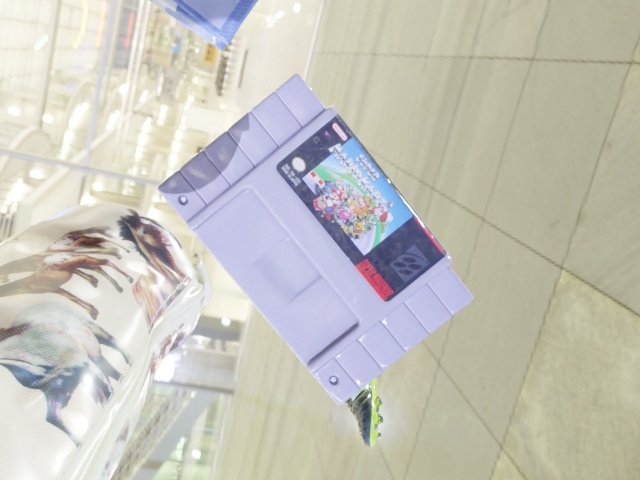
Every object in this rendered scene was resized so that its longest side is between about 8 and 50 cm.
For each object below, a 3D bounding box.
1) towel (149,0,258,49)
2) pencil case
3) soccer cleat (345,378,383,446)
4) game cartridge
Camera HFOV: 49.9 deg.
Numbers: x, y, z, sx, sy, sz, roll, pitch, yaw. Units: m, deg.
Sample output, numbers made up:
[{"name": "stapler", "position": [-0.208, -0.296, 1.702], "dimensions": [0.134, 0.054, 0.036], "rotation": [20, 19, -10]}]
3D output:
[{"name": "towel", "position": [-0.135, -0.316, 0.556], "dimensions": [0.209, 0.285, 0.034], "rotation": [-55, 0, 7]}, {"name": "pencil case", "position": [-0.188, 0.113, 0.424], "dimensions": [0.410, 0.183, 0.160], "rotation": [-79, -7, -65]}, {"name": "soccer cleat", "position": [0.056, 0.237, 1.066], "dimensions": [0.060, 0.072, 0.179], "rotation": [71, -168, -47]}, {"name": "game cartridge", "position": [0.000, 0.000, 0.848], "dimensions": [0.230, 0.355, 0.068], "rotation": [-39, 7, 6]}]
